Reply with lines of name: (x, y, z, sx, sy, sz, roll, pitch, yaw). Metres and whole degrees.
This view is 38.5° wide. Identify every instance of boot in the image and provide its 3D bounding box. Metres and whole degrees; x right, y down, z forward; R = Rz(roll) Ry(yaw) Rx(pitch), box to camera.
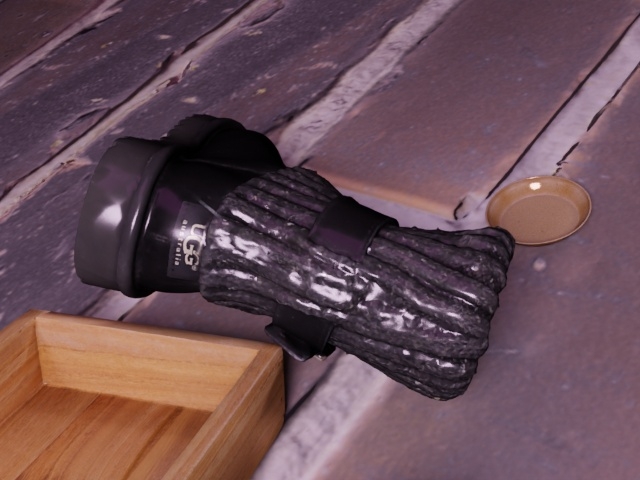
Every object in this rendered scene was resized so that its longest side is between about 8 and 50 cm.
boot: (-0.001, 0.004, 0.676, 0.260, 0.131, 0.348, 14, 13, 4)

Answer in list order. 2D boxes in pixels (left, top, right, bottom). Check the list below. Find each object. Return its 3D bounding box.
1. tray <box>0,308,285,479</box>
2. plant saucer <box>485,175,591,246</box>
tray: (-0.182, 0.167, 0.490, 0.203, 0.076, 0.411, 6, 22, 17)
plant saucer: (0.175, -0.021, 0.737, 0.083, 0.015, 0.083, -12, 39, 10)
